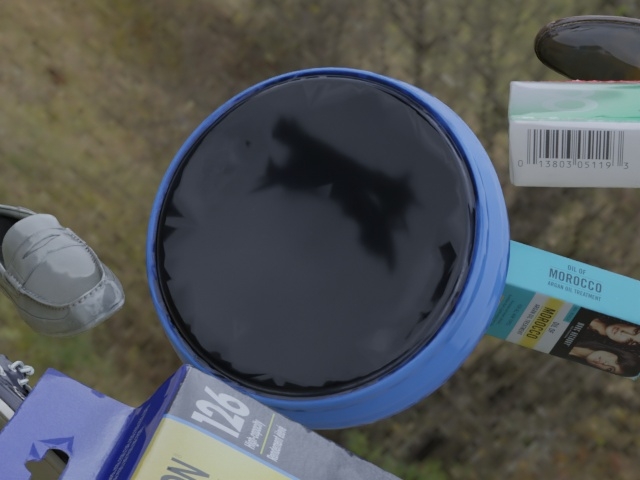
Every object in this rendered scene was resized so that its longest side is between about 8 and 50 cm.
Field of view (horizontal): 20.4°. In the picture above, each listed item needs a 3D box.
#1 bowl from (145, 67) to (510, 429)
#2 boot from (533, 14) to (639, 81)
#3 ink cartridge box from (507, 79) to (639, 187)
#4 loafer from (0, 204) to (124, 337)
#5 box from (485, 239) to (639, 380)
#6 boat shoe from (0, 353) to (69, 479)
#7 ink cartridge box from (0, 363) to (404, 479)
[{"bbox_3d":[0.000,0.000,1.852,0.391,0.391,0.077,52,3,23],"label":"bowl"},{"bbox_3d":[0.295,-0.129,1.572,0.219,0.082,0.106,15,39,-12],"label":"boot"},{"bbox_3d":[0.222,-0.097,1.229,0.181,0.056,0.224,1,25,7],"label":"ink cartridge box"},{"bbox_3d":[-0.322,0.029,2.042,0.319,0.112,0.111,19,-40,57],"label":"loafer"},{"bbox_3d":[0.243,0.068,1.892,0.244,0.100,0.060,17,52,-5],"label":"box"},{"bbox_3d":[-0.228,0.094,1.230,0.206,0.075,0.065,40,55,14],"label":"boat shoe"},{"bbox_3d":[-0.057,0.176,1.108,0.307,0.072,0.303,30,16,-3],"label":"ink cartridge box"}]
